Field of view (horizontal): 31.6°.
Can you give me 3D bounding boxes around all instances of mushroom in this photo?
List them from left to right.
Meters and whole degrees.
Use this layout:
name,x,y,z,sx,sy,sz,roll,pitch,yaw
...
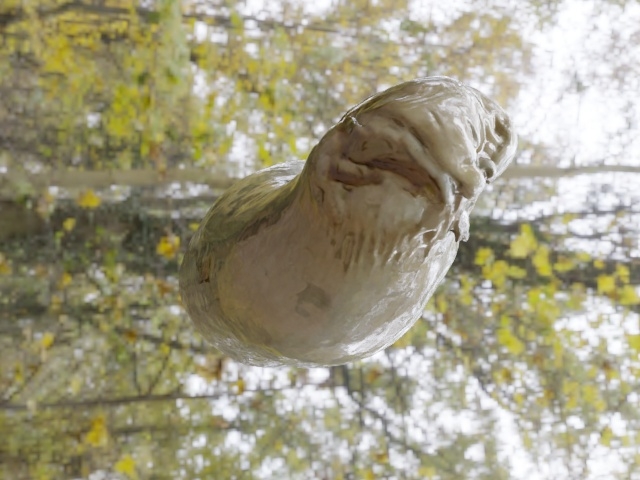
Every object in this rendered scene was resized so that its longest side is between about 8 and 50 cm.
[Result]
name,x,y,z,sx,sy,sz,roll,pitch,yaw
mushroom,0.000,0.000,0.724,0.177,0.126,0.397,-63,-168,-9
